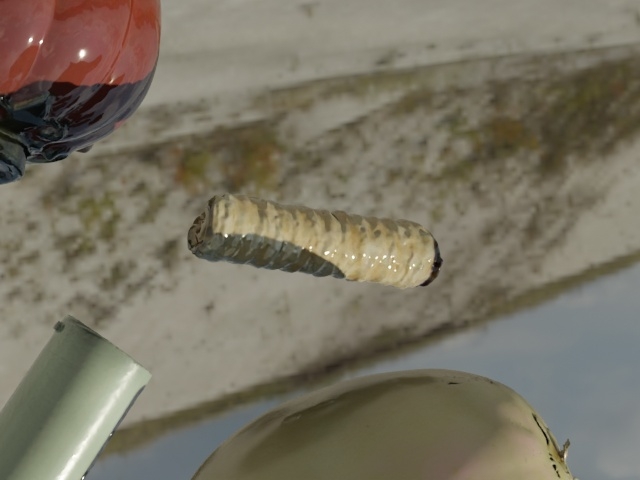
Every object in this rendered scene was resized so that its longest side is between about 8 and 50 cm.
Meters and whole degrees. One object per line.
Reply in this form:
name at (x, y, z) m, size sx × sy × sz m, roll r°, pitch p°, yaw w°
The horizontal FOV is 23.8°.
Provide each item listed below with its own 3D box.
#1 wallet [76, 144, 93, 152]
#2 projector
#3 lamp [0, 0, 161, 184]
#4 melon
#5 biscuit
wallet at (-0.390, -0.224, 2.006) m, size 0.229 × 0.182 × 0.049 m, roll 17°, pitch -164°, yaw 2°
projector at (-0.294, 0.237, 1.453) m, size 0.108 × 0.337 × 0.108 m, roll 31°, pitch 168°, yaw 7°
lamp at (-0.277, -0.181, 1.231) m, size 0.303 × 0.257 × 0.303 m, roll 4°, pitch 166°, yaw 1°
melon at (0.042, 0.214, 1.140) m, size 0.317 × 0.223 × 0.223 m, roll -20°, pitch -176°, yaw 10°
biscuit at (0.000, 0.000, 1.175) m, size 0.219 × 0.061 × 0.055 m, roll 7°, pitch -138°, yaw -32°
